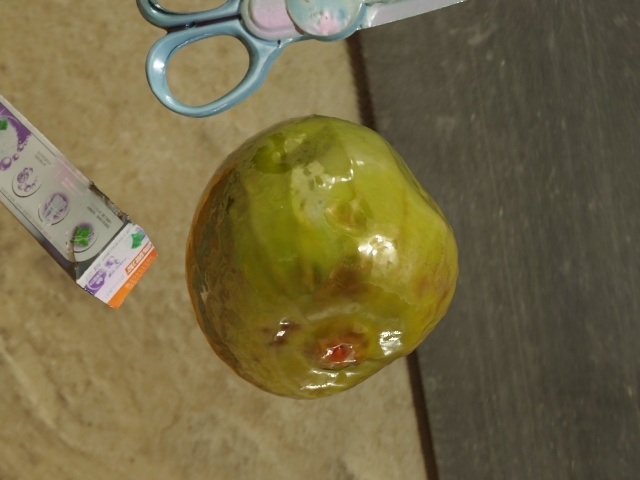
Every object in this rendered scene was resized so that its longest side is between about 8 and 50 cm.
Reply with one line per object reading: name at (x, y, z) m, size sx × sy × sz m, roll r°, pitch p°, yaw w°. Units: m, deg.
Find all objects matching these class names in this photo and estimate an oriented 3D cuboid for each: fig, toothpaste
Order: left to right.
toothpaste at (-0.163, -0.038, 0.774) m, size 0.047 × 0.040 × 0.196 m, roll -49°, pitch 55°, yaw -1°
fig at (-0.010, 0.005, 1.655) m, size 0.343 × 0.343 × 0.343 m, roll 2°, pitch 103°, yaw 9°

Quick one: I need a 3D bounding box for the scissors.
scissors at (0.001, -0.163, 0.930) m, size 0.256 × 0.030 × 0.125 m, roll -10°, pitch 86°, yaw 9°
